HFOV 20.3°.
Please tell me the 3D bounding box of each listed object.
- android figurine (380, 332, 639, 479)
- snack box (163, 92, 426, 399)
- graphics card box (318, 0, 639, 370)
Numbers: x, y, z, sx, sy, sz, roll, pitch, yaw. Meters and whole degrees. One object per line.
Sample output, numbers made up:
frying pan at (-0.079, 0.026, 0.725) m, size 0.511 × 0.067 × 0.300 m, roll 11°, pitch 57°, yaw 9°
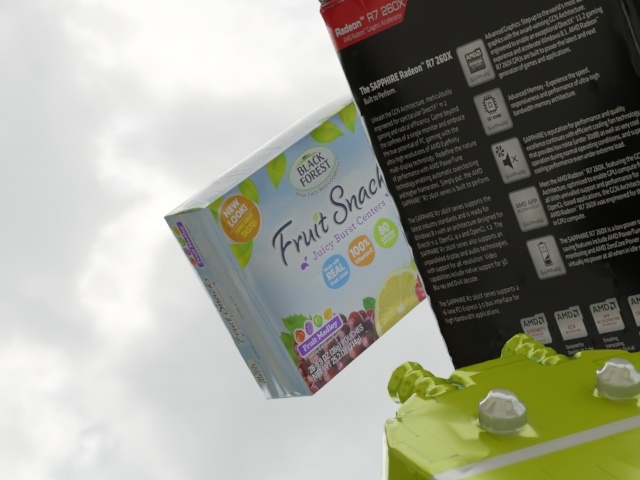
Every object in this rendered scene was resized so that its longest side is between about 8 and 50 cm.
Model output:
android figurine at (0.132, 0.103, 0.696) m, size 0.273 × 0.248 × 0.056 m, roll 34°, pitch -51°, yaw 52°
snack box at (0.000, 0.000, 1.438) m, size 0.070 × 0.207 × 0.174 m, roll -12°, pitch -70°, yaw 50°
graphics card box at (0.155, 0.000, 0.987) m, size 0.232 × 0.094 × 0.371 m, roll -18°, pitch -88°, yaw 53°
